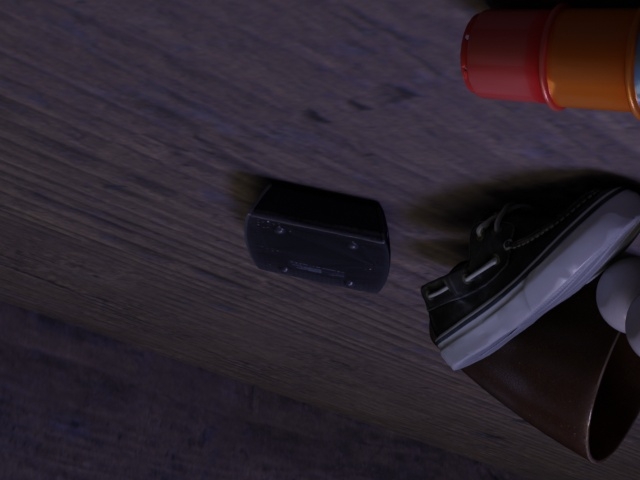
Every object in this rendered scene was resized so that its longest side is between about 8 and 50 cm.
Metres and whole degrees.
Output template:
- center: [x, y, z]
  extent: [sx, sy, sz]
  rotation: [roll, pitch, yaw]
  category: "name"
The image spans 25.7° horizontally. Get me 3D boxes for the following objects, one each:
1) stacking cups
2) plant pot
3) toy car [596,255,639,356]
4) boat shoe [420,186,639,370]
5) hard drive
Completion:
- center: [0.241, -0.111, 0.908]
  extent: [0.316, 0.096, 0.096]
  rotation: [5, 164, 30]
  category: "stacking cups"
- center: [0.248, 0.110, 1.599]
  extent: [0.230, 0.215, 0.215]
  rotation: [21, 171, 28]
  category: "plant pot"
- center: [0.360, 0.044, 1.316]
  extent: [0.159, 0.136, 0.182]
  rotation: [9, -163, -13]
  category: "toy car"
- center: [0.191, 0.022, 1.404]
  extent: [0.121, 0.119, 0.335]
  rotation: [-24, 167, -38]
  category: "boat shoe"
- center: [0.000, 0.000, 1.637]
  extent: [0.172, 0.054, 0.254]
  rotation: [12, 166, 4]
  category: "hard drive"
